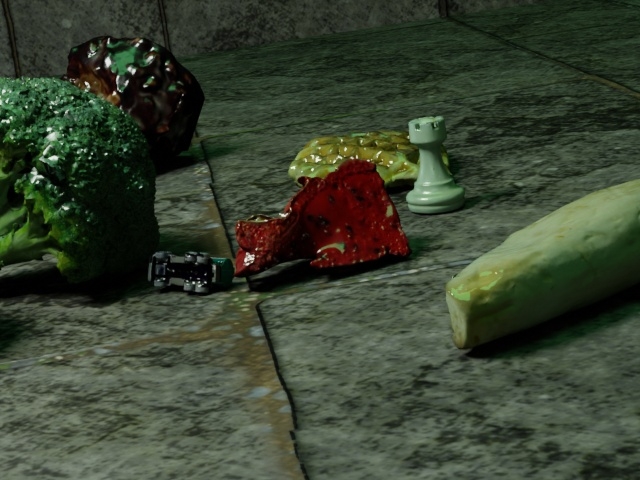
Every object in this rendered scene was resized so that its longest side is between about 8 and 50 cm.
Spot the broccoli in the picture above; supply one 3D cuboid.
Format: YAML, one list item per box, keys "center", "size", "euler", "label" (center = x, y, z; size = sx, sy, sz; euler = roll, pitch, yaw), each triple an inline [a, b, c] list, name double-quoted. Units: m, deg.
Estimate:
- center: [-0.300, -0.048, 1.609]
  size: [0.269, 0.254, 0.269]
  euler: [-31, -12, -7]
  label: "broccoli"

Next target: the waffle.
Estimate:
- center: [0.060, -0.105, 1.903]
  size: [0.204, 0.054, 0.223]
  euler: [-7, 15, 3]
  label: "waffle"

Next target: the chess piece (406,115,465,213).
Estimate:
- center: [0.126, -0.086, 1.694]
  size: [0.067, 0.103, 0.067]
  euler: [-7, 14, 2]
  label: "chess piece"

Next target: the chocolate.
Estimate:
- center: [-0.299, -0.162, 2.128]
  size: [0.206, 0.224, 0.177]
  euler: [25, 49, 0]
  label: "chocolate"

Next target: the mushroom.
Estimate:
- center: [0.228, 0.012, 1.304]
  size: [0.333, 0.087, 0.107]
  euler: [-19, 19, -30]
  label: "mushroom"

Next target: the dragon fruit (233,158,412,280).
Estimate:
- center: [-0.008, 0.008, 1.525]
  size: [0.192, 0.122, 0.092]
  euler: [-22, -20, -34]
  label: "dragon fruit"

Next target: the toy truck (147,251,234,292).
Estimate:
- center: [-0.130, 0.031, 1.514]
  size: [0.083, 0.039, 0.044]
  euler: [3, 1, 33]
  label: "toy truck"
